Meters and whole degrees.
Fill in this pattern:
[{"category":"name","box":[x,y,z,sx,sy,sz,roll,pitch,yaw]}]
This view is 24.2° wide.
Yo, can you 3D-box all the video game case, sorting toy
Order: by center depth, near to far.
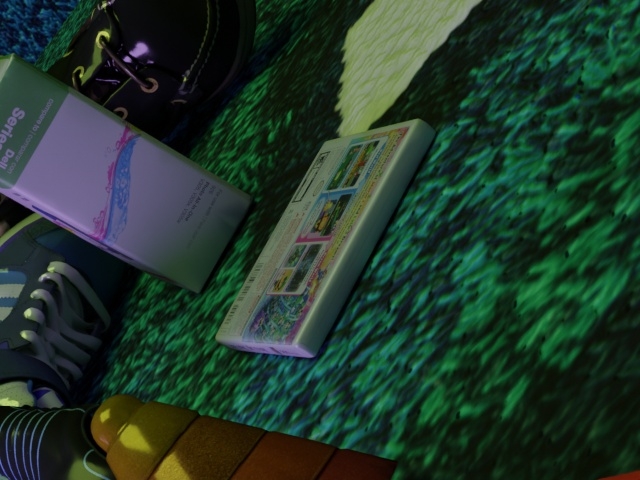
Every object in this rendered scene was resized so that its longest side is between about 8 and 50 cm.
[{"category":"sorting toy","box":[-0.111,0.186,0.580,0.365,0.126,0.127,-50,-5,-37]},{"category":"video game case","box":[0.000,0.000,0.931,0.157,0.019,0.143,-61,19,-13]}]

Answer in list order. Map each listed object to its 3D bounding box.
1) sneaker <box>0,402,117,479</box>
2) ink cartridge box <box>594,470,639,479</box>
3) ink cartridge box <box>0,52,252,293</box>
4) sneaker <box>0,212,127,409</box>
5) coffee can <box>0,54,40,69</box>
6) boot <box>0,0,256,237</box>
[{"category":"sneaker","box":[-0.171,0.145,0.991,0.090,0.081,0.232,-52,38,-8]},{"category":"ink cartridge box","box":[0.060,0.166,0.440,0.296,0.066,0.261,-29,34,55]},{"category":"ink cartridge box","box":[-0.177,-0.051,1.157,0.093,0.212,0.154,-63,20,-5]},{"category":"sneaker","box":[-0.221,0.107,1.204,0.236,0.130,0.323,15,55,49]},{"category":"coffee can","box":[-0.397,-0.096,1.794,0.201,0.201,0.275,-53,19,11]},{"category":"boot","box":[-0.229,-0.114,1.359,0.284,0.138,0.377,-41,3,-35]}]
